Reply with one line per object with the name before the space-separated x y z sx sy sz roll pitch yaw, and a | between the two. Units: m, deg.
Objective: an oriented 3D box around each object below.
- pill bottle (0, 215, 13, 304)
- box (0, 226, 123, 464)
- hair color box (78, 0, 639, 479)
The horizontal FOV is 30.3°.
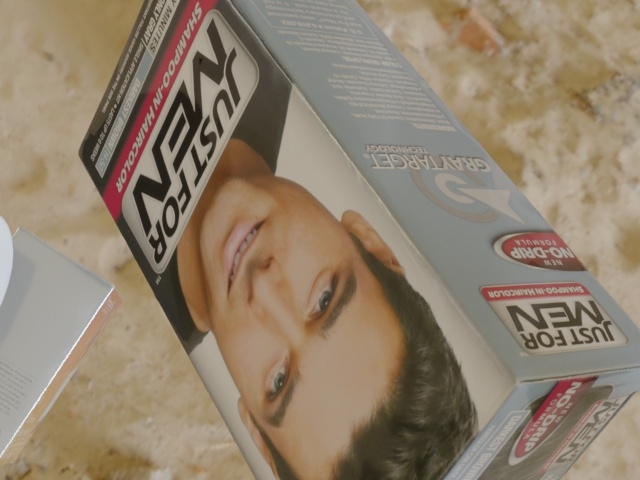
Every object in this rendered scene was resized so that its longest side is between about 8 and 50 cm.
pill bottle | -0.390 -0.018 0.844 0.318 0.176 0.176 22 47 14
box | -0.248 0.090 0.969 0.091 0.130 0.170 33 81 -1
hair color box | 0.000 0.000 0.685 0.113 0.185 0.374 -1 43 -40
